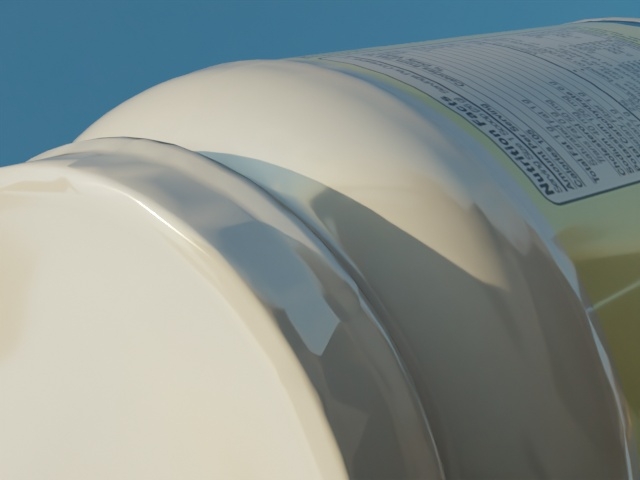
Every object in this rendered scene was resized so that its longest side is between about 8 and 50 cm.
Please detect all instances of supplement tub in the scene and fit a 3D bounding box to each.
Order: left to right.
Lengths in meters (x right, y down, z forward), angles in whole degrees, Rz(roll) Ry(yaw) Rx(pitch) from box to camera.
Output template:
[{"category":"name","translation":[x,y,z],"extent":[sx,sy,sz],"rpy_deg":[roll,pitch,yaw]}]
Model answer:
[{"category":"supplement tub","translation":[0.038,0.050,0.518],"extent":[0.325,0.235,0.235],"rpy_deg":[-16,-52,-49]}]
